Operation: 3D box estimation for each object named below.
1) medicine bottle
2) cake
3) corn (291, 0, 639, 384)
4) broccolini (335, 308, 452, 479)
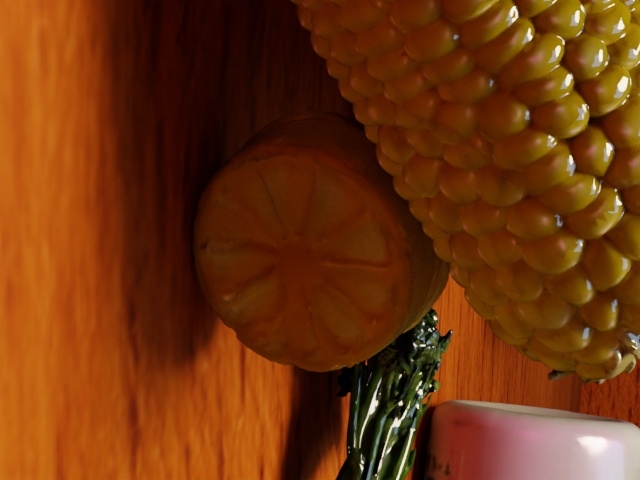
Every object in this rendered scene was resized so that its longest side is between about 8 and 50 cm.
[{"bbox_3d":[0.136,0.242,0.883,0.152,0.152,0.254,18,79,-75],"label":"medicine bottle"},{"bbox_3d":[0.000,0.000,0.422,0.044,0.084,0.084,-37,131,-60],"label":"cake"},{"bbox_3d":[0.039,-0.074,0.363,0.260,0.091,0.091,59,-14,-15],"label":"corn"},{"bbox_3d":[0.008,0.152,0.592,0.123,0.062,0.271,12,91,-70],"label":"broccolini"}]
